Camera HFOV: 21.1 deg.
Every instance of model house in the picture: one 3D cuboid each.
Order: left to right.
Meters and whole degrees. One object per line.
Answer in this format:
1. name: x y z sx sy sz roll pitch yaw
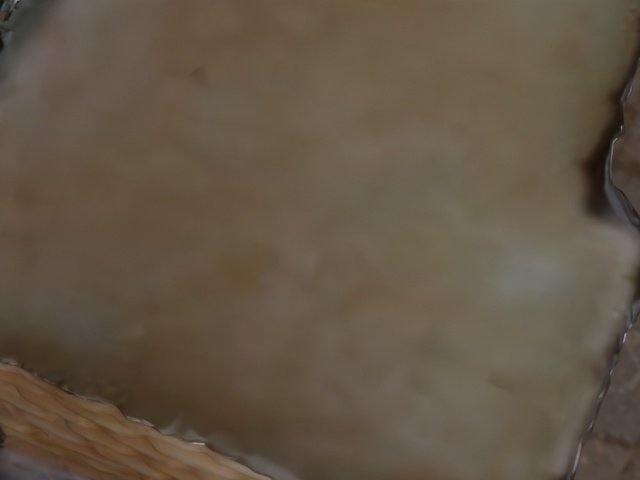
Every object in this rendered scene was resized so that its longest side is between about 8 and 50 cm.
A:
1. model house: 0.000 0.000 0.450 0.172 0.166 0.183 91 23 -66
